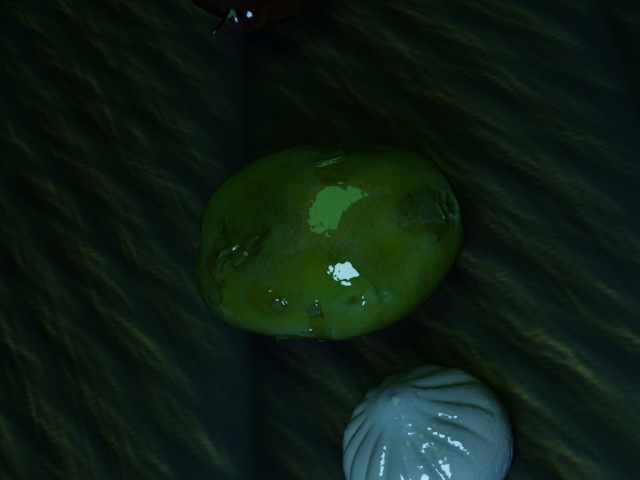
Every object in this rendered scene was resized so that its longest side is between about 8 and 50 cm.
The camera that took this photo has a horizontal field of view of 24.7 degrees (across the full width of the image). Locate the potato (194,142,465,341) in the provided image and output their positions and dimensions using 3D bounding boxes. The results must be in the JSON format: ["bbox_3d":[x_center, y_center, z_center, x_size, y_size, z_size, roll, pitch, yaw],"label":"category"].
[{"bbox_3d":[0.000,0.000,1.287,0.253,0.148,0.186,-21,38,18],"label":"potato"}]

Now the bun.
[{"bbox_3d":[0.075,0.147,1.125,0.138,0.094,0.138,-17,42,16],"label":"bun"}]

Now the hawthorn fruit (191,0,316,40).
[{"bbox_3d":[-0.084,-0.331,1.667,0.208,0.208,0.248,-5,66,32],"label":"hawthorn fruit"}]
